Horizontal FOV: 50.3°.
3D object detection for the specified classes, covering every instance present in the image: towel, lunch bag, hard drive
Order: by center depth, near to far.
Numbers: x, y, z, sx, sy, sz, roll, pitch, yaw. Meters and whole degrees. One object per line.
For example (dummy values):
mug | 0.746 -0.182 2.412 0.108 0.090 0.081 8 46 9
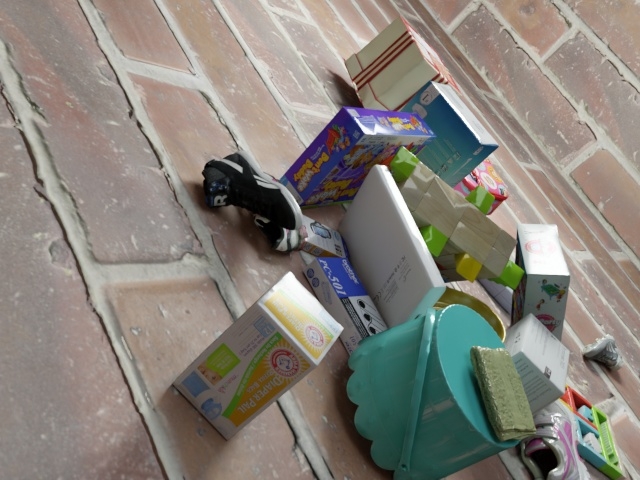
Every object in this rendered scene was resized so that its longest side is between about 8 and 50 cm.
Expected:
towel | 0.282 0.236 1.061 0.110 0.027 0.148 13 54 -45
hard drive | 0.129 0.030 1.347 0.040 0.203 0.308 2 48 -27
lunch bag | 0.404 -0.213 2.037 0.258 0.120 0.293 6 47 -43

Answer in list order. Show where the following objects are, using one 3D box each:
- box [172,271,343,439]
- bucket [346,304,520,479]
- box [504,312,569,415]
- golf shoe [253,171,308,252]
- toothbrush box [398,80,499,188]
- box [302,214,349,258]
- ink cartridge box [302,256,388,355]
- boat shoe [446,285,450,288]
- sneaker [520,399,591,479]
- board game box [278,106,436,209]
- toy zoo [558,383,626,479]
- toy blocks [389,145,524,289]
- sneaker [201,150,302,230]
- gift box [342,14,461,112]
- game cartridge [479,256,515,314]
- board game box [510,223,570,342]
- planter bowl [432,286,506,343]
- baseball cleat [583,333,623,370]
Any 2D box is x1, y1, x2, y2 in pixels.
box | -0.084 0.156 0.919 0.114 0.203 0.103 45 29 0
bucket | 0.196 0.248 1.130 0.281 0.183 0.281 32 40 -32
box | 0.397 0.274 1.398 0.119 0.182 0.181 45 29 2
golf shoe | -0.096 -0.060 1.312 0.086 0.067 0.186 -2 54 -51
toothbrush box | 0.264 -0.222 1.737 0.126 0.295 0.216 -6 56 -55
box | 0.000 0.000 1.401 0.136 0.028 0.081 27 34 -33
ink cartridge box | 0.056 0.127 1.290 0.097 0.046 0.207 2 51 -50
boat shoe | 0.318 0.152 1.569 0.183 0.065 0.083 14 43 -41
sneaker | 0.465 0.410 1.394 0.111 0.103 0.252 30 32 -28
board game box | 0.089 -0.184 1.532 0.078 0.233 0.347 54 31 15
toy zoo | 0.598 0.421 1.620 0.293 0.030 0.192 38 30 -13
toy blocks | 0.241 -0.028 1.532 0.381 0.261 0.191 37 72 -14
sneaker | -0.138 -0.071 1.235 0.121 0.079 0.217 -26 53 -29
gift box | 0.219 -0.489 2.049 0.276 0.258 0.255 30 32 -40
game cartridge | 0.476 0.063 1.896 0.297 0.062 0.198 55 27 17
board game box | 0.508 0.145 1.600 0.097 0.303 0.224 1 31 9
planter bowl | 0.257 0.191 1.389 0.217 0.090 0.217 10 31 -6
baseball cleat | 0.836 0.333 1.991 0.206 0.072 0.109 -8 65 -50
